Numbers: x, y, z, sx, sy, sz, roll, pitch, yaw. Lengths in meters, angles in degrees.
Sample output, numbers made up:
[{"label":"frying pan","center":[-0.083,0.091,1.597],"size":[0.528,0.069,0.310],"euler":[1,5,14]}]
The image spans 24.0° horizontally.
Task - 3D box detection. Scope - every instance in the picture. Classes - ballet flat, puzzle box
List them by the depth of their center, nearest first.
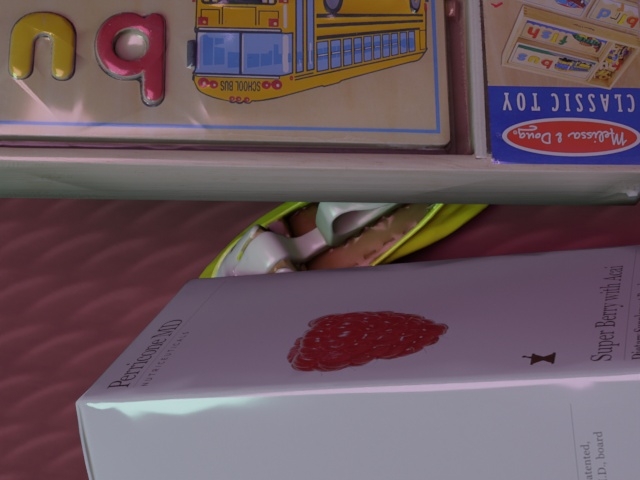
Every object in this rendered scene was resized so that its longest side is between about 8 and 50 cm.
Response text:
[{"label":"puzzle box","center":[-0.031,-0.153,0.817],"size":[0.409,0.052,0.272],"euler":[0,71,-4]},{"label":"ballet flat","center":[0.000,0.000,0.862],"size":[0.231,0.077,0.077],"euler":[-34,73,9]}]

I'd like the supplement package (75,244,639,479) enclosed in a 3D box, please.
[{"label":"supplement package","center":[0.057,0.115,0.746],"size":[0.293,0.177,0.175],"euler":[-5,107,15]}]
